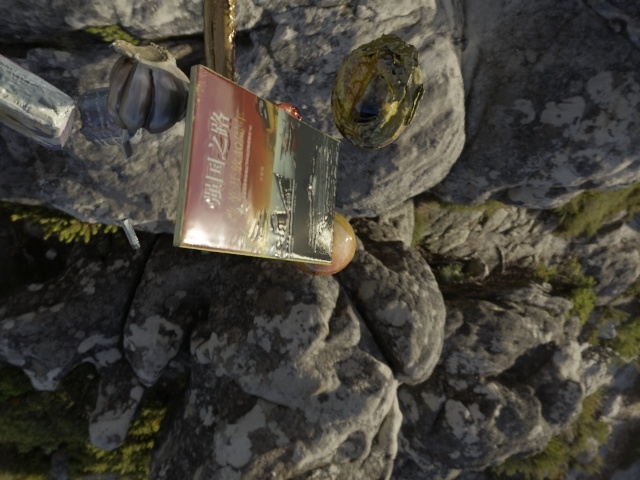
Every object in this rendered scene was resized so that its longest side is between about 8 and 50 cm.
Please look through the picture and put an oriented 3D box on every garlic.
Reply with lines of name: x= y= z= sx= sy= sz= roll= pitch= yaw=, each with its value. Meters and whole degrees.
garlic: x=-0.288 y=-0.208 z=0.686 sx=0.127 sy=0.131 sz=0.194 roll=39 pitch=115 yaw=7

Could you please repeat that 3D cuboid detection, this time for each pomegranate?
pomegranate: x=0.003 y=0.003 z=1.145 sx=0.191 sy=0.191 sz=0.191 roll=-4 pitch=111 yaw=-10

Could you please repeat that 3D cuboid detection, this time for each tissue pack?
tissue pack: x=-0.857 y=-0.393 z=1.240 sx=0.242 sy=0.344 sz=0.125 roll=31 pitch=73 yaw=-27

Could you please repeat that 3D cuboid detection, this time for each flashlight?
flashlight: x=-0.479 y=-0.017 z=1.075 sx=0.018 sy=0.018 sz=0.083 roll=-42 pitch=131 yaw=-42

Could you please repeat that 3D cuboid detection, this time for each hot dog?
hot dog: x=-0.241 y=-0.458 z=1.039 sx=0.083 sy=0.068 sz=0.288 roll=10 pitch=114 yaw=13

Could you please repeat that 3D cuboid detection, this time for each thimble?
thimble: x=-0.736 y=-0.431 z=1.495 sx=0.172 sy=0.236 sz=0.205 roll=-10 pitch=119 yaw=-11

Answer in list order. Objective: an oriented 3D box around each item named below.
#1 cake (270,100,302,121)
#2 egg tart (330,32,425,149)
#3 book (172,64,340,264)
cake: x=-0.128 y=-0.284 z=1.328 sx=0.177 sy=0.151 sz=0.283 roll=-41 pitch=119 yaw=-41
egg tart: x=0.127 y=-0.387 z=1.093 sx=0.132 sy=0.297 sz=0.297 roll=-3 pitch=116 yaw=-52
book: x=-0.081 y=-0.100 z=0.741 sx=0.374 sy=0.028 sz=0.262 roll=11 pitch=82 yaw=-54
